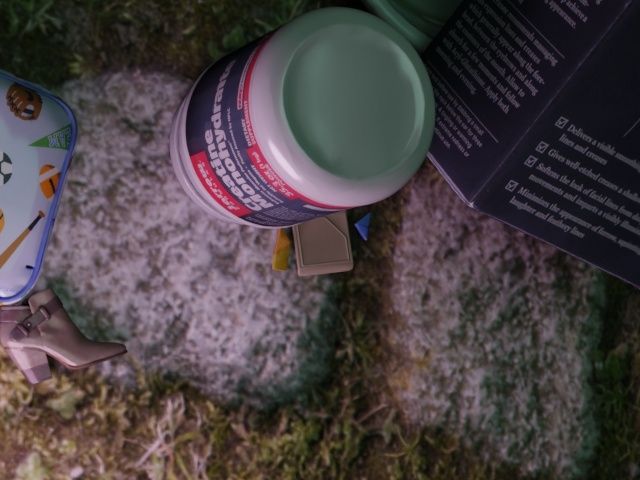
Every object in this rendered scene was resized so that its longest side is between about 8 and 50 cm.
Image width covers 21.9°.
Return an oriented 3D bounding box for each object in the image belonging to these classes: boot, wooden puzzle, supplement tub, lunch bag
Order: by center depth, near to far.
[{"bbox_3d":[-0.394,-0.065,1.557,0.303,0.115,0.243,19,81,-22],"label":"lunch bag"},{"bbox_3d":[-0.258,0.089,1.643,0.118,0.042,0.087,-17,89,-27],"label":"boot"},{"bbox_3d":[-0.026,-0.113,1.651,0.191,0.272,0.191,4,82,-25],"label":"supplement tub"},{"bbox_3d":[0.000,0.000,1.796,0.116,0.014,0.078,2,87,-26],"label":"wooden puzzle"}]

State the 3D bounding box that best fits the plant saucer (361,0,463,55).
[{"bbox_3d":[0.162,-0.374,1.872,0.400,0.100,0.400,4,82,-26],"label":"plant saucer"}]

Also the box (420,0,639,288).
[{"bbox_3d":[0.322,-0.193,1.727,0.293,0.212,0.395,24,112,-39],"label":"box"}]
